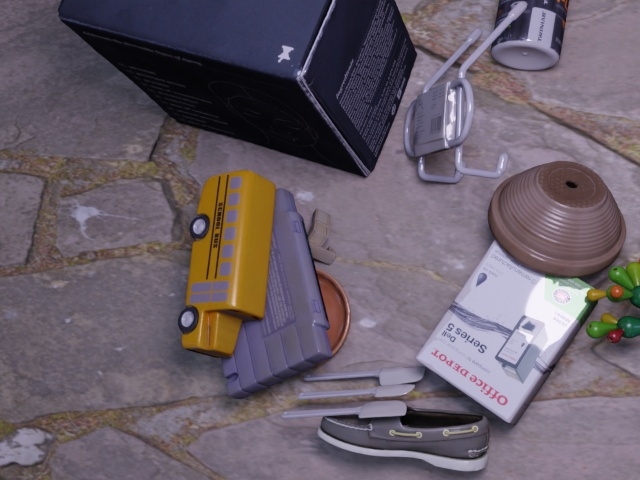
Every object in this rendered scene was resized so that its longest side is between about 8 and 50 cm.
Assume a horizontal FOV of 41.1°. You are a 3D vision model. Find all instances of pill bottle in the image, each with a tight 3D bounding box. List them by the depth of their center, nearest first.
[{"bbox_3d":[0.405,-0.459,1.616,0.130,0.130,0.245,8,80,19],"label":"pill bottle"}]

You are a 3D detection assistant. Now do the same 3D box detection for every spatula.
[{"bbox_3d":[0.060,0.277,1.548,0.242,0.168,0.019,-9,113,24],"label":"spatula"}]

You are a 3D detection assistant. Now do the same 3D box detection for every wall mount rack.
[{"bbox_3d":[0.259,-0.260,1.538,0.131,0.350,0.304,4,91,-12],"label":"wall mount rack"}]

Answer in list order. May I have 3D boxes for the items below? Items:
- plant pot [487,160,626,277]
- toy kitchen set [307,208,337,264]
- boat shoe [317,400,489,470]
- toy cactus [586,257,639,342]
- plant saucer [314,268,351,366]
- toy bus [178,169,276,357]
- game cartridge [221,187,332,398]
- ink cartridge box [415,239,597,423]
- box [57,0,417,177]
[{"bbox_3d":[0.417,-0.060,1.468,0.237,0.109,0.237,4,47,-4],"label":"plant pot"},{"bbox_3d":[0.000,0.000,1.692,0.068,0.075,0.083,25,124,-14],"label":"toy kitchen set"},{"bbox_3d":[0.146,0.331,1.510,0.305,0.109,0.091,6,101,13],"label":"boat shoe"},{"bbox_3d":[0.546,0.105,1.388,0.219,0.112,0.180,-40,81,-8],"label":"toy cactus"},{"bbox_3d":[-0.035,0.151,1.658,0.200,0.037,0.200,-4,77,16],"label":"plant saucer"},{"bbox_3d":[-0.169,0.046,1.593,0.130,0.108,0.332,-7,69,32],"label":"toy bus"},{"bbox_3d":[-0.108,0.098,1.634,0.230,0.068,0.355,-26,61,21],"label":"game cartridge"},{"bbox_3d":[0.327,0.158,1.499,0.198,0.115,0.273,33,88,21],"label":"ink cartridge box"},{"bbox_3d":[-0.124,-0.377,1.581,0.480,0.472,0.297,18,83,20],"label":"box"}]
